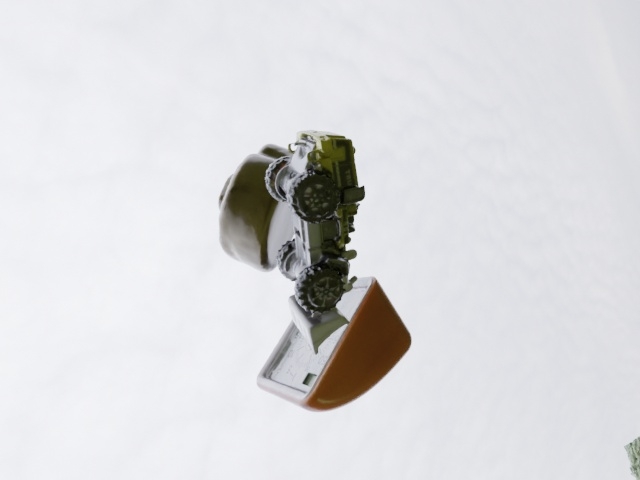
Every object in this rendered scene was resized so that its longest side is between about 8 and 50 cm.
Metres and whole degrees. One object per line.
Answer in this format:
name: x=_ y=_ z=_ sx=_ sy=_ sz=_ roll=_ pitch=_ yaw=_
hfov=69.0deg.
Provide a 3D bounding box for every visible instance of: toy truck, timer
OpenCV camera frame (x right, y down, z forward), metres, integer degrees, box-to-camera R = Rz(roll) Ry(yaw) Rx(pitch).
toy truck: x=0.000 y=0.000 z=0.614 sx=0.111 sy=0.136 sz=0.286 roll=-9 pitch=-69 yaw=-17
timer: x=0.010 y=0.212 z=0.894 sx=0.250 sy=0.257 sz=0.161 roll=-41 pitch=-78 yaw=-26

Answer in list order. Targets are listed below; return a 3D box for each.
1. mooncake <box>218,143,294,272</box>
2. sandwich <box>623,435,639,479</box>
mooncake: x=-0.105 y=-0.056 z=0.852 sx=0.116 sy=0.235 sz=0.235 roll=21 pitch=-118 yaw=6
sandwich: x=0.334 y=0.198 z=0.422 sx=0.035 sy=0.093 sz=0.105 roll=17 pitch=-91 yaw=-39
